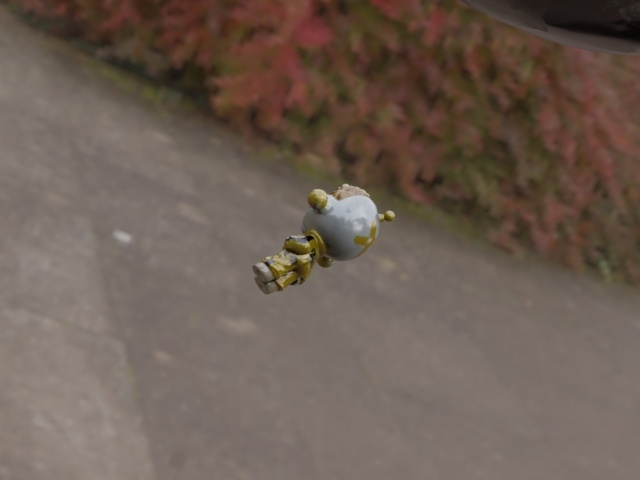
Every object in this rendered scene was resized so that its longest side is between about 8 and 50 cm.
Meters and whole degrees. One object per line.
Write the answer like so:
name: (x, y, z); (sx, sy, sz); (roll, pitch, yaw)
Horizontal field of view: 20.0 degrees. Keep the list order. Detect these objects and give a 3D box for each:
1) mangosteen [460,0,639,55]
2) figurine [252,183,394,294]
mangosteen: (0.125, -0.183, 0.632); (0.228, 0.228, 0.265); (21, -20, -8)
figurine: (-0.001, -0.002, 1.768); (0.143, 0.101, 0.068); (-17, 46, -39)
